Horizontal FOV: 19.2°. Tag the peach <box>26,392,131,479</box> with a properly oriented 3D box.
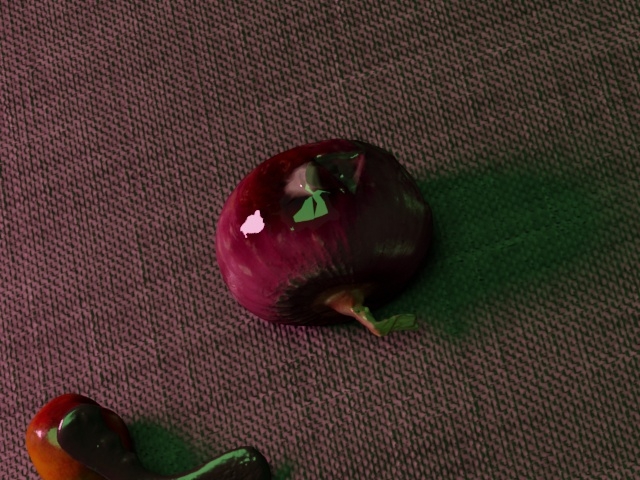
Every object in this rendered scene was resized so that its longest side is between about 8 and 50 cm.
[{"bbox_3d":[-0.237,0.201,1.849,0.101,0.100,0.100,-7,65,15],"label":"peach"}]

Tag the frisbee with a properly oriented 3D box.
[{"bbox_3d":[-0.160,0.263,1.811,0.211,0.012,0.187,11,90,-7],"label":"frisbee"}]

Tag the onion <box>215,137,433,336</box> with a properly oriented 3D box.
[{"bbox_3d":[-0.001,-0.012,1.829,0.207,0.200,0.200,3,67,25],"label":"onion"}]
